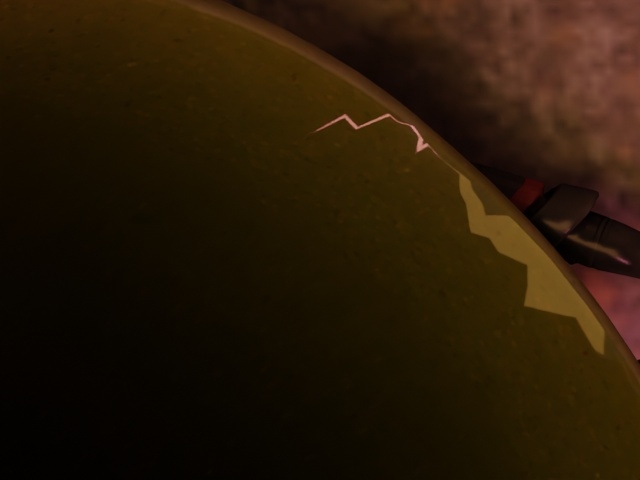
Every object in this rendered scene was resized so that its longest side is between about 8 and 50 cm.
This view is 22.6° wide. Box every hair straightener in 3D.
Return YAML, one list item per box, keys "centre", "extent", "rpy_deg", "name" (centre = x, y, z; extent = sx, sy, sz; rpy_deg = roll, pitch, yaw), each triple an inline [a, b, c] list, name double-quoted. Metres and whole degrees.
- centre: [0.000, 0.000, 0.477]
  extent: [0.230, 0.047, 0.089]
  rpy_deg: [14, 121, 11]
  name: "hair straightener"

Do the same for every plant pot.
- centre: [-0.091, 0.128, 0.407]
  extent: [0.275, 0.275, 0.293]
  rpy_deg: [46, 128, -4]
  name: "plant pot"
